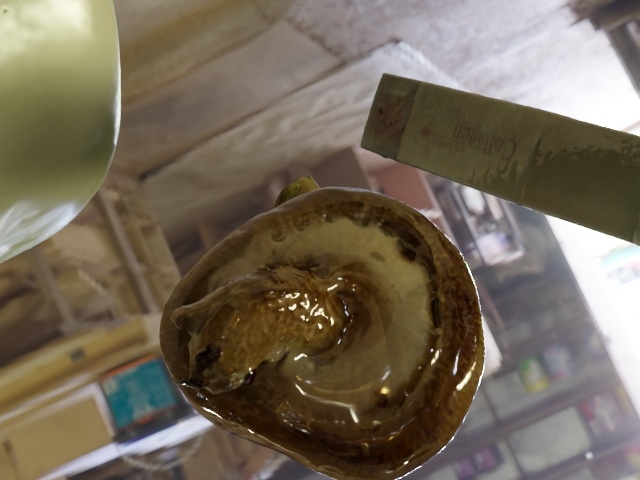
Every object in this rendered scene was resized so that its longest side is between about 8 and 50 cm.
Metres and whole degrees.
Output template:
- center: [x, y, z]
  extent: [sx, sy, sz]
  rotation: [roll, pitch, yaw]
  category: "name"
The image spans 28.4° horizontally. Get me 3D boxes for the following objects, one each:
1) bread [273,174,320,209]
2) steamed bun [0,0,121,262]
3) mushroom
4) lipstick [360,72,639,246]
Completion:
- center: [0.000, 0.000, 1.609]
  extent: [0.083, 0.094, 0.157]
  rotation: [-41, 149, -15]
  category: "bread"
- center: [-0.362, -0.084, 0.983]
  extent: [0.371, 0.290, 0.456]
  rotation: [-35, -179, -34]
  category: "steamed bun"
- center: [0.009, 0.095, 1.316]
  extent: [0.345, 0.345, 0.259]
  rotation: [-23, 158, -9]
  category: "mushroom"
- center: [0.159, -0.067, 0.997]
  extent: [0.080, 0.076, 0.371]
  rotation: [15, -174, -30]
  category: "lipstick"
